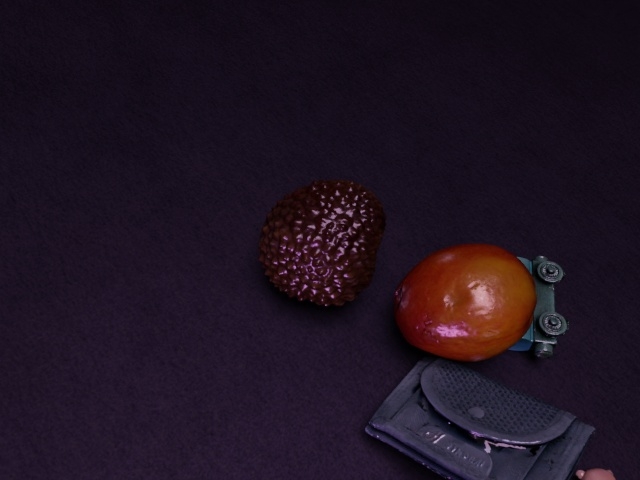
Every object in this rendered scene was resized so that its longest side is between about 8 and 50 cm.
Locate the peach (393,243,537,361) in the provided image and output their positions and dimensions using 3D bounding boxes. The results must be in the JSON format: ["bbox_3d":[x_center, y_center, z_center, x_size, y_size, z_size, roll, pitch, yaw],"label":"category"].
[{"bbox_3d":[0.283,0.127,1.157,0.281,0.238,0.281,-6,19,2],"label":"peach"}]

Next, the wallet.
[{"bbox_3d":[0.282,0.331,1.042,0.342,0.075,0.237,19,40,38],"label":"wallet"}]

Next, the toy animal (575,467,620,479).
[{"bbox_3d":[0.518,0.476,1.091,0.114,0.091,0.082,-1,29,-24],"label":"toy animal"}]

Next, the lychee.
[{"bbox_3d":[0.000,0.000,1.196,0.267,0.267,0.267,4,58,-7],"label":"lychee"}]

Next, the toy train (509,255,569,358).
[{"bbox_3d":[0.455,0.140,1.280,0.159,0.101,0.248,5,55,9],"label":"toy train"}]
